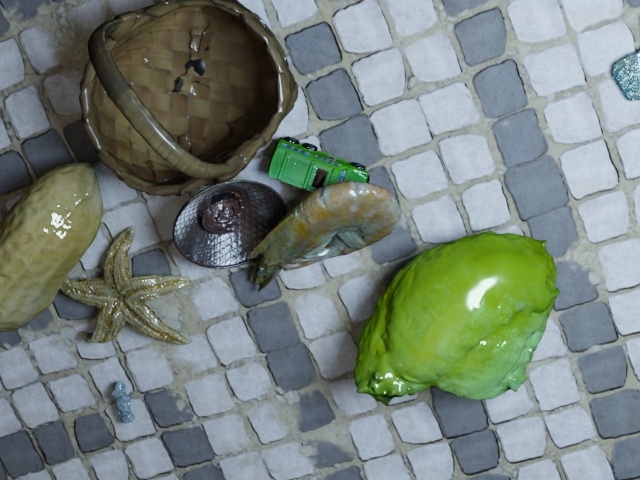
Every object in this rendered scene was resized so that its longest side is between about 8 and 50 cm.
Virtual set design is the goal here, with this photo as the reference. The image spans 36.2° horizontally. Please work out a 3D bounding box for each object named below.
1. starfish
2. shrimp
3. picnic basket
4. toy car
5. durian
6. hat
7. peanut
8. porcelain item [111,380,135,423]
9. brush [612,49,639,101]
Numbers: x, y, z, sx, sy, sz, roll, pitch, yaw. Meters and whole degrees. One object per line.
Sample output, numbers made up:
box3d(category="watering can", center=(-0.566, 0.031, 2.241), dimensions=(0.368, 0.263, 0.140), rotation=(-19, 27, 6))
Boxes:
box3d(category="starfish", center=(-0.341, 0.093, 1.712), dimensions=(0.277, 0.062, 0.235), rotation=(29, 105, 5))
box3d(category="shrimp", center=(0.000, 0.000, 1.587), dimensions=(0.168, 0.077, 0.317), rotation=(24, 137, -32))
box3d(category="picnic basket", center=(-0.219, -0.208, 1.445), dimensions=(0.337, 0.337, 0.293), rotation=(-35, 96, 19))
box3d(category="toy car", center=(-0.005, -0.108, 1.571), dimensions=(0.165, 0.062, 0.071), rotation=(21, 110, 3))
box3d(category="durian", center=(0.221, 0.120, 1.545), dimensions=(0.256, 0.204, 0.339), rotation=(23, 102, -12))
box3d(category="hat", center=(-0.156, -0.047, 1.615), dimensions=(0.193, 0.082, 0.193), rotation=(-12, 135, -13))
box3d(category="peanut", center=(-0.478, 0.017, 1.637), dimensions=(0.158, 0.174, 0.340), rotation=(48, 113, 7))
box3d(category="porcelain item", center=(-0.360, 0.291, 1.781), dimensions=(0.028, 0.036, 0.083), rotation=(-9, 111, 8))
box3d(category="brush", center=(0.528, -0.278, 1.439), dimensions=(0.196, 0.021, 0.070), rotation=(-31, 102, 18))
